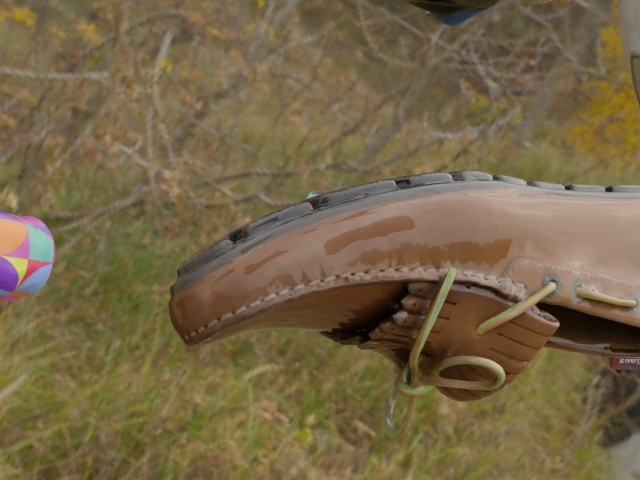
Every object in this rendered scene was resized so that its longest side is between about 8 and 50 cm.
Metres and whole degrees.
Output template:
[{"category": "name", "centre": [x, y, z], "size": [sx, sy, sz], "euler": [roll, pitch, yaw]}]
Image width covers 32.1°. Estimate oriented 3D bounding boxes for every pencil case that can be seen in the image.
[{"category": "pencil case", "centre": [-0.393, 0.009, 1.158], "size": [0.104, 0.104, 0.236], "euler": [43, 20, 33]}]

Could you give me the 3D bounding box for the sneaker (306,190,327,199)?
[{"category": "sneaker", "centre": [0.000, 0.000, 1.135], "size": [0.038, 0.069, 0.098], "euler": [6, 37, -19]}]

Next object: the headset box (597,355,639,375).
[{"category": "headset box", "centre": [0.259, 0.073, 0.956], "size": [0.032, 0.083, 0.062], "euler": [2, 4, 4]}]

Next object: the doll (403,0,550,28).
[{"category": "doll", "centre": [0.066, -0.182, 0.726], "size": [0.189, 0.046, 0.129], "euler": [10, -20, 7]}]

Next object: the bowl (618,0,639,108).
[{"category": "bowl", "centre": [0.166, -0.051, 0.397], "size": [0.142, 0.053, 0.142], "euler": [37, 2, 24]}]

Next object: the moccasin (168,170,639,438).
[{"category": "moccasin", "centre": [0.089, 0.041, 0.682], "size": [0.380, 0.139, 0.147], "euler": [1, 77, -37]}]
